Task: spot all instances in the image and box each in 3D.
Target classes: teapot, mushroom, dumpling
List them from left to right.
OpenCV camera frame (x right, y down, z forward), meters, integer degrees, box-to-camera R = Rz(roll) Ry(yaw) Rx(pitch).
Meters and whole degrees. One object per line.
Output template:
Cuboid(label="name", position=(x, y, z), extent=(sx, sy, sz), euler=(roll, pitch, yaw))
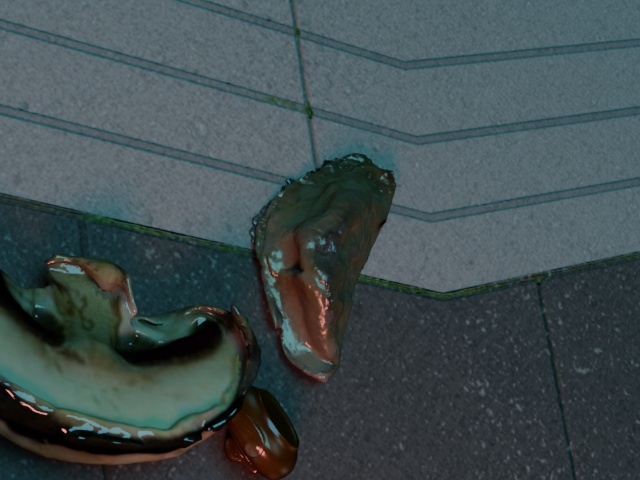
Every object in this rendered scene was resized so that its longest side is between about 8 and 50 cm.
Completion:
Cuboid(label="mushroom", position=(-0.244, 0.133, 1.629), extent=(0.344, 0.130, 0.247), euler=(3, 54, -33))
Cuboid(label="teapot", position=(-0.080, 0.221, 1.727), extent=(0.129, 0.078, 0.098), euler=(58, 12, 11))
Cuboid(label="dumpling", position=(0.005, 0.000, 1.856), extent=(0.166, 0.086, 0.332), euler=(31, 54, -21))
